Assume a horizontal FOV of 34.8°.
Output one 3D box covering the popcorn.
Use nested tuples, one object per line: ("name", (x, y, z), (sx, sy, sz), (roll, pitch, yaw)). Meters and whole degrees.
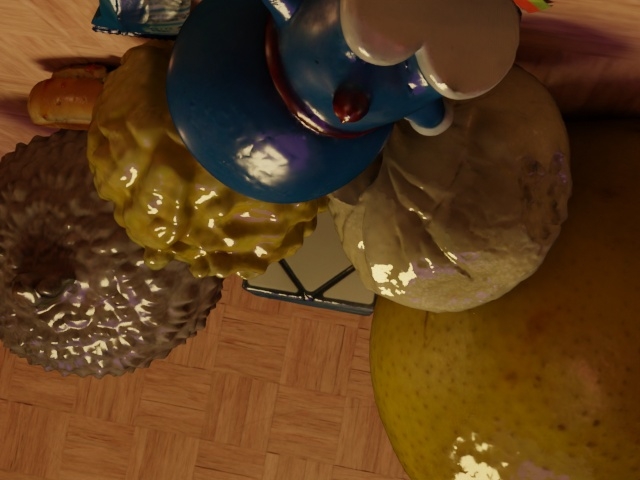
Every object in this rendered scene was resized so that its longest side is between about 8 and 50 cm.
("popcorn", (-0.088, -0.087, 0.937), (0.249, 0.249, 0.225), (13, 145, -25))

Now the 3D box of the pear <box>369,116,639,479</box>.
("pear", (0.226, 0.086, 0.973), (0.362, 0.418, 0.362), (16, 176, 1))

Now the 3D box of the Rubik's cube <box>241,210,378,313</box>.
("Rubik's cube", (0.000, 0.000, 1.582), (0.204, 0.207, 0.205), (9, 176, 2))

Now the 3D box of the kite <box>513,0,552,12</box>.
("kite", (0.089, -0.174, 0.639), (0.183, 0.014, 0.241), (14, 172, -39))

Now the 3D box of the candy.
("candy", (-0.142, -0.189, 0.798), (0.088, 0.038, 0.136), (8, 165, -4))

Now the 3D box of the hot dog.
("hot dog", (-0.231, -0.158, 1.130), (0.250, 0.076, 0.104), (11, -165, 35))

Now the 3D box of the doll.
("doll", (0.001, -0.122, 0.670), (0.215, 0.161, 0.257), (34, 153, -28))

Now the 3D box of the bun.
("bun", (0.085, -0.057, 0.806), (0.220, 0.221, 0.134), (5, 175, 44))

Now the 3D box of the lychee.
("lychee", (-0.306, 0.010, 1.482), (0.380, 0.381, 0.432), (9, -163, 16))
